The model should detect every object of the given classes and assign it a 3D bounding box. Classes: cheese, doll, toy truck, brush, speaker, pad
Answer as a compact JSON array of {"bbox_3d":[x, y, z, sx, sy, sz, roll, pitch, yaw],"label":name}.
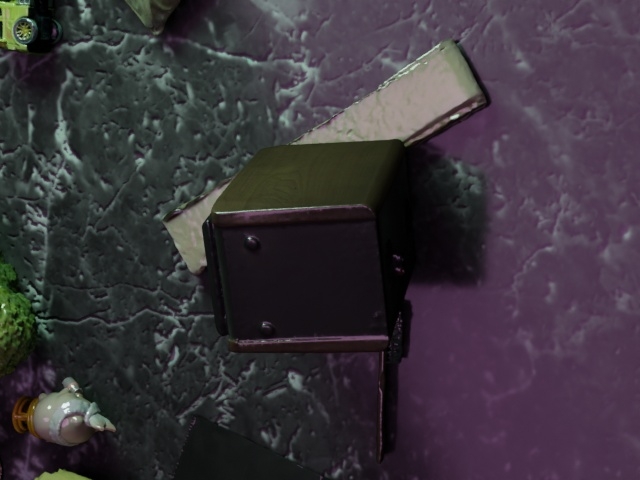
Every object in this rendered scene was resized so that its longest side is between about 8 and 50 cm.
[{"bbox_3d":[-0.003,-0.085,1.502,0.400,0.034,0.085,-31,90,20],"label":"cheese"},{"bbox_3d":[-0.301,0.204,1.623,0.127,0.073,0.084,2,65,21],"label":"doll"},{"bbox_3d":[-0.359,-0.303,1.576,0.100,0.077,0.169,6,99,16],"label":"toy truck"},{"bbox_3d":[0.077,0.152,1.502,0.027,0.034,0.190,2,96,3],"label":"brush"},{"bbox_3d":[0.000,0.000,1.382,0.192,0.231,0.153,-3,109,12],"label":"speaker"},{"bbox_3d":[-0.084,0.293,1.587,0.193,0.004,0.116,23,103,16],"label":"pad"}]

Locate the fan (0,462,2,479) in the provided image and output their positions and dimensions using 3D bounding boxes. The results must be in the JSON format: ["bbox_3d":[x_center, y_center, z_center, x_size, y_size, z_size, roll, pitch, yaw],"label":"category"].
[{"bbox_3d":[-0.473,0.367,1.715,0.152,0.008,0.227,1,88,18],"label":"fan"}]

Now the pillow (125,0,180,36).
[{"bbox_3d":[-0.148,-0.396,1.493,0.185,0.075,0.302,47,109,7],"label":"pillow"}]

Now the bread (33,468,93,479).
[{"bbox_3d":[-0.253,0.428,1.593,0.263,0.198,0.236,20,127,8],"label":"bread"}]

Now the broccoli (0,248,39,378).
[{"bbox_3d":[-0.504,0.090,1.616,0.302,0.186,0.254,-29,93,15],"label":"broccoli"}]
